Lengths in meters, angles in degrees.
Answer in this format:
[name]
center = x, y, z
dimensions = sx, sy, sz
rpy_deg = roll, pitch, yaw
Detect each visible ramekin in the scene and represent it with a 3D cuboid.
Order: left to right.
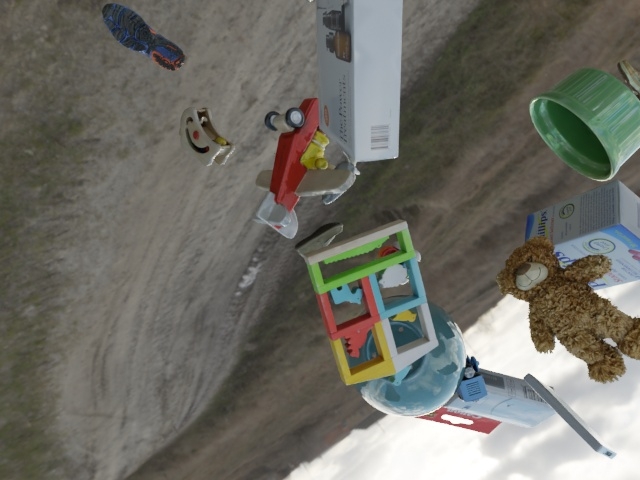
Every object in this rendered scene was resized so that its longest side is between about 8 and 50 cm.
[ramekin]
center = 0.737, -0.324, 1.518
dimensions = 0.148, 0.303, 0.303
rpy_deg = -41, 165, 3

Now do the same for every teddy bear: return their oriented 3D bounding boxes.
[teddy bear]
center = 0.522, 0.142, 1.162
dimensions = 0.113, 0.338, 0.245
rpy_deg = -17, 163, -42

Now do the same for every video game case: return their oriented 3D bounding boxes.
[video game case]
center = 0.581, 0.408, 1.288
dimensions = 0.023, 0.212, 0.193
rpy_deg = -48, 138, 7

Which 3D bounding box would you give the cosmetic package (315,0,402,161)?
[cosmetic package]
center = 0.066, -0.376, 1.090
dimensions = 0.098, 0.284, 0.377
rpy_deg = -7, 115, -10

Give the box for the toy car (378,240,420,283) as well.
[toy car]
center = 0.325, 0.085, 2.366
dimensions = 0.136, 0.182, 0.159
rpy_deg = 32, 89, -51

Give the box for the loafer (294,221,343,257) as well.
[loafer]
center = 0.000, 0.000, 1.481
dimensions = 0.148, 0.050, 0.056
rpy_deg = -30, -158, -13

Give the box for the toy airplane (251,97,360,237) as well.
[toy airplane]
center = -0.053, -0.190, 1.696
dimensions = 0.273, 0.386, 0.384
rpy_deg = 11, 133, -37

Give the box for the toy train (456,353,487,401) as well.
[toy train]
center = 0.369, 0.353, 1.445
dimensions = 0.080, 0.105, 0.184
rpy_deg = -14, 176, -3

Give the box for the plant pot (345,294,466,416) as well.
[plant pot]
center = 0.183, 0.256, 1.264
dimensions = 0.290, 0.290, 0.195
rpy_deg = -38, 160, 3

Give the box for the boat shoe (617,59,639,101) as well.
[boat shoe]
center = 0.988, -0.482, 1.696
dimensions = 0.072, 0.190, 0.068
rpy_deg = -35, -176, 31

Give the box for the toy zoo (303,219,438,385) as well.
[toy zoo]
center = 0.101, 0.130, 0.991
dimensions = 0.192, 0.293, 0.030
rpy_deg = -20, -166, -14

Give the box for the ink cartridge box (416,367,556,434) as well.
[ink cartridge box]
center = 0.521, 0.559, 1.798
dimensions = 0.385, 0.308, 0.091
rpy_deg = 117, -16, -44

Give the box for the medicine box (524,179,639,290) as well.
[medicine box]
center = 0.769, 0.003, 1.537
dimensions = 0.289, 0.264, 0.149
rpy_deg = -30, -143, 52

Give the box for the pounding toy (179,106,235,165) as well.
[pounding toy]
center = -0.389, -0.378, 1.941
dimensions = 0.155, 0.269, 0.154
rpy_deg = -16, 136, -50

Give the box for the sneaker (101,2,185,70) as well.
[sneaker]
center = -0.443, -0.500, 1.368
dimensions = 0.083, 0.087, 0.221
rpy_deg = -52, 136, 4
